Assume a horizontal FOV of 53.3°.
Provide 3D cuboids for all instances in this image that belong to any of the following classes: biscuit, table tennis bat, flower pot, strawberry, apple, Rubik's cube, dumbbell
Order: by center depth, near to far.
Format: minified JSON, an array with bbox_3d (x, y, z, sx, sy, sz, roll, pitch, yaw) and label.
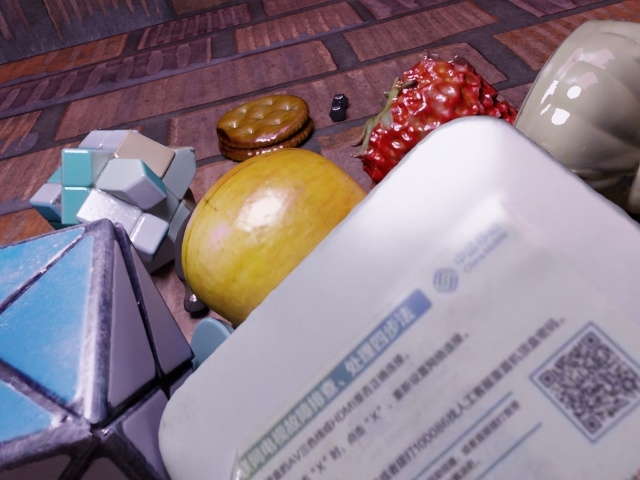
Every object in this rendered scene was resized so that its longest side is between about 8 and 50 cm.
[{"bbox_3d":[-0.267,0.165,0.607,0.260,0.254,0.259,-16,45,-4],"label":"Rubik's cube"},{"bbox_3d":[-0.090,0.193,0.716,0.038,0.149,0.237,-9,48,-36],"label":"table tennis bat"},{"bbox_3d":[-0.035,0.015,0.798,0.286,0.286,0.233,28,78,45],"label":"apple"},{"bbox_3d":[0.415,-0.121,0.849,0.244,0.307,0.307,33,54,27],"label":"flower pot"},{"bbox_3d":[0.191,-0.125,1.018,0.253,0.280,0.150,-35,31,39],"label":"strawberry"},{"bbox_3d":[-0.314,-0.075,1.054,0.213,0.265,0.224,7,54,33],"label":"Rubik's cube"},{"bbox_3d":[-0.124,-0.249,1.400,0.221,0.066,0.220,-10,35,7],"label":"biscuit"},{"bbox_3d":[0.042,-0.301,1.441,0.040,0.035,0.083,-7,35,13],"label":"dumbbell"}]

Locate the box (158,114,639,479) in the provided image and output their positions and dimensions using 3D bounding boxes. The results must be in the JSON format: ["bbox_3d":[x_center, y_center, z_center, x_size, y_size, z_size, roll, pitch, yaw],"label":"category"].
[{"bbox_3d":[0.108,0.157,0.459,0.396,0.111,0.396,-45,63,8],"label":"box"}]

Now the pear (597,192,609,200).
[{"bbox_3d":[0.219,0.069,0.648,0.281,0.280,0.280,-10,35,7],"label":"pear"}]

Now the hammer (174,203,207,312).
[{"bbox_3d":[0.000,0.000,0.973,0.441,0.168,0.044,-7,2,-5],"label":"hammer"}]
